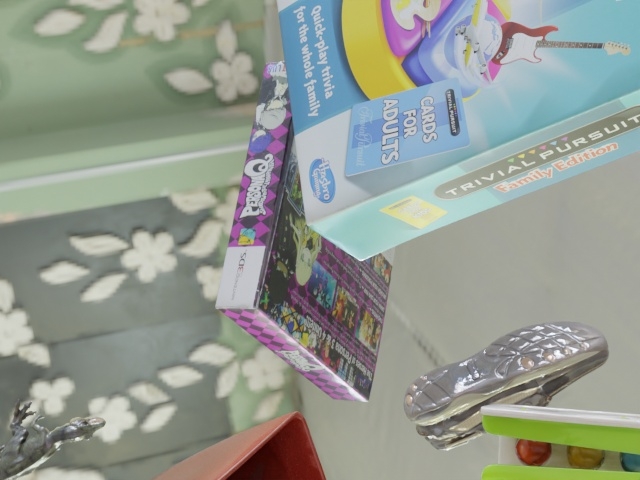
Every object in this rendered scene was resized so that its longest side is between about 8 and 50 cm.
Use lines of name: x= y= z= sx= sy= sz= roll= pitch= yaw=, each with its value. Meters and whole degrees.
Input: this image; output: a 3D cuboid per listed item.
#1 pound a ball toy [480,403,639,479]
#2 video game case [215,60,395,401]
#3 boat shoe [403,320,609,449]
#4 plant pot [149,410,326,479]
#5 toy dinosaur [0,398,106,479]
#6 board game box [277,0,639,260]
pound a ball toy: x=0.352 y=0.348 z=1.764 sx=0.136 sy=0.319 sz=0.208 roll=8 pitch=83 yaw=-62
video game case: x=0.000 y=0.000 z=1.004 sx=0.232 sy=0.042 sz=0.210 roll=45 pitch=49 yaw=-57
boat shoe: x=0.319 y=0.247 z=2.055 sx=0.132 sy=0.355 sz=0.130 roll=-94 pitch=161 yaw=-61
plant pot: x=-0.134 y=0.387 z=1.434 sx=0.267 sy=0.236 sz=0.267 roll=-31 pitch=104 yaw=-61
toy dinosaur: x=-0.428 y=0.299 z=1.698 sx=0.064 sy=0.268 sz=0.118 roll=52 pitch=2 yaw=-36
board game box: x=0.133 y=-0.164 z=0.825 sx=0.079 sy=0.336 sz=0.253 roll=32 pitch=43 yaw=-51
